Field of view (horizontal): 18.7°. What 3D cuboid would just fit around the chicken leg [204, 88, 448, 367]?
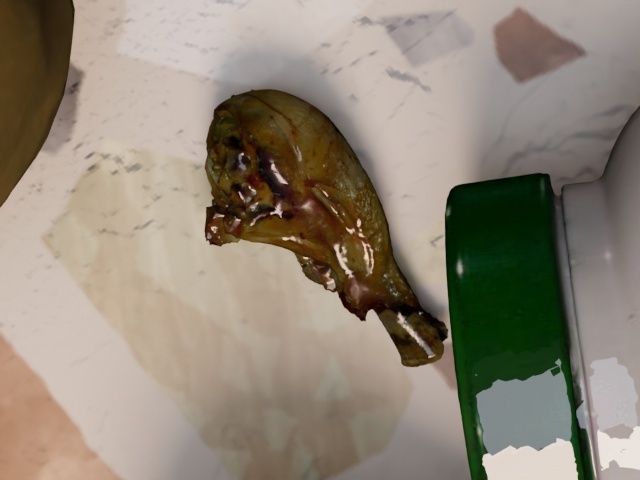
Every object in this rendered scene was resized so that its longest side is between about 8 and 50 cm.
[{"bbox_3d":[0.000,0.000,1.037,0.093,0.070,0.178,-39,105,9],"label":"chicken leg"}]

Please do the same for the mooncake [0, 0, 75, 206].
[{"bbox_3d":[-0.356,-0.139,0.894,0.467,0.262,0.467,-1,86,10],"label":"mooncake"}]

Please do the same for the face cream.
[{"bbox_3d":[0.250,0.050,0.943,0.357,0.219,0.312,-8,99,9],"label":"face cream"}]
